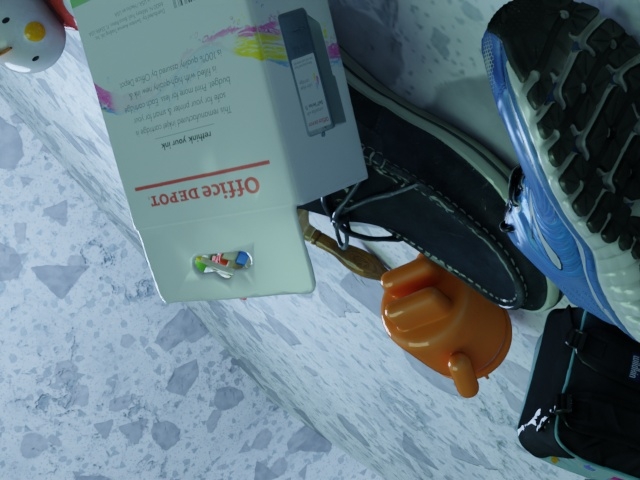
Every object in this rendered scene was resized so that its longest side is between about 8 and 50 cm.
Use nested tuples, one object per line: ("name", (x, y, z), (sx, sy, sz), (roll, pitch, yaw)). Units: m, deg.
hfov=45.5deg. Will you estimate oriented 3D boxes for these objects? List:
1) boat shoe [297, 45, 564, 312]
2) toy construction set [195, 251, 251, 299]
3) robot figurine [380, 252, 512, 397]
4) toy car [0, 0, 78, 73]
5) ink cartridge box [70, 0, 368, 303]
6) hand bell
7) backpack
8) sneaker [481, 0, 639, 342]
("boat shoe", (0.038, -0.077, 0.820), (0.500, 0.156, 0.187), (40, 160, 8))
("toy construction set", (-0.205, 0.032, 1.592), (0.215, 0.151, 0.327), (24, 177, -20))
("robot figurine", (0.159, 0.101, 0.952), (0.158, 0.128, 0.219), (35, 179, 45))
("toy car", (-0.389, -0.311, 1.079), (0.210, 0.238, 0.219), (18, 149, 54))
("ink cartridge box", (-0.089, -0.130, 0.693), (0.207, 0.119, 0.353), (-6, 102, 36))
("hand bell", (0.000, 0.000, 1.197), (0.242, 0.126, 0.126), (29, 160, 8))
("backpack", (0.299, 0.163, 0.755), (0.188, 0.166, 0.144), (20, 160, -3))
("sneaker", (0.192, -0.040, 0.608), (0.147, 0.130, 0.330), (17, 148, 50))
